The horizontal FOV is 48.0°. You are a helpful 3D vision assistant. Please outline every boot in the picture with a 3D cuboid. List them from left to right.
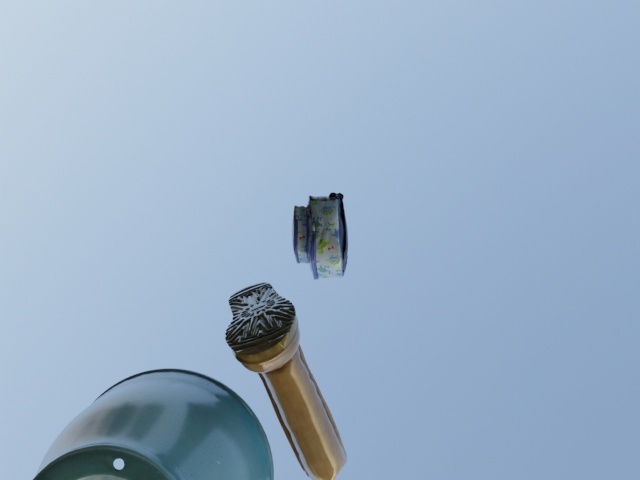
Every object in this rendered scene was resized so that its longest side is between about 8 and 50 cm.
[{"bbox_3d":[-0.031,0.204,0.937,0.089,0.269,0.236,-22,-165,0],"label":"boot"}]

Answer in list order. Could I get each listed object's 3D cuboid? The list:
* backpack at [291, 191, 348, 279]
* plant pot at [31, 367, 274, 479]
[{"bbox_3d":[0.000,0.000,1.077,0.084,0.105,0.114,-6,-115,2],"label":"backpack"},{"bbox_3d":[-0.202,0.295,0.799,0.272,0.255,0.271,0,-93,3],"label":"plant pot"}]
